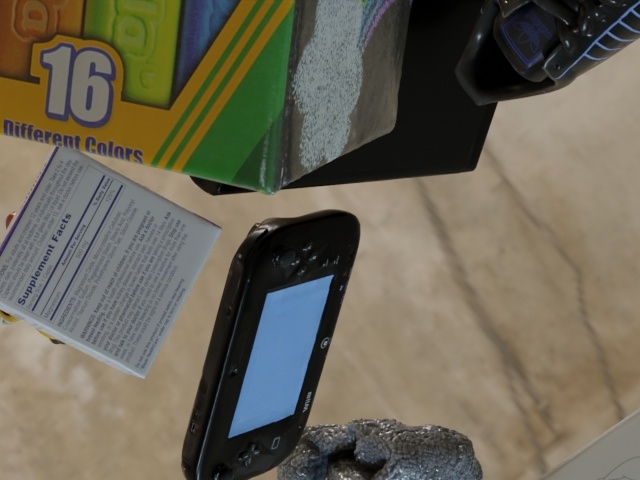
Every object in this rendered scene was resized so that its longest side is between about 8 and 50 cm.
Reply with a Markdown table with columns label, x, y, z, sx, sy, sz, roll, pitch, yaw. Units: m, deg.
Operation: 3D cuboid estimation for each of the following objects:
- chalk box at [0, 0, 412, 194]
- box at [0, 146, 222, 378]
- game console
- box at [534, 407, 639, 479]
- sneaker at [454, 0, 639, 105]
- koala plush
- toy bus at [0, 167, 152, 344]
| label | x | y | z | sx | sy | sz | roll | pitch | yaw |
| --- | --- | --- | --- | --- | --- | --- | --- | --- | --- |
| chalk box | -0.053 | -0.188 | 0.738 | 0.179 | 0.289 | 0.180 | 12 | -165 | 16 |
| box | -0.164 | 0.016 | 1.298 | 0.137 | 0.126 | 0.072 | 29 | 172 | -12 |
| game console | 0.000 | 0.000 | 1.109 | 0.213 | 0.361 | 0.044 | -7 | -145 | -39 |
| box | 0.202 | 0.209 | 0.924 | 0.168 | 0.345 | 0.215 | 6 | -130 | -58 |
| sneaker | 0.150 | -0.135 | 0.948 | 0.090 | 0.232 | 0.081 | -37 | -93 | -26 |
| koala plush | 0.068 | 0.309 | 1.813 | 0.196 | 0.203 | 0.221 | 21 | -115 | -32 |
| toy bus | -0.217 | 0.035 | 1.525 | 0.104 | 0.191 | 0.202 | 51 | -174 | 19 |
